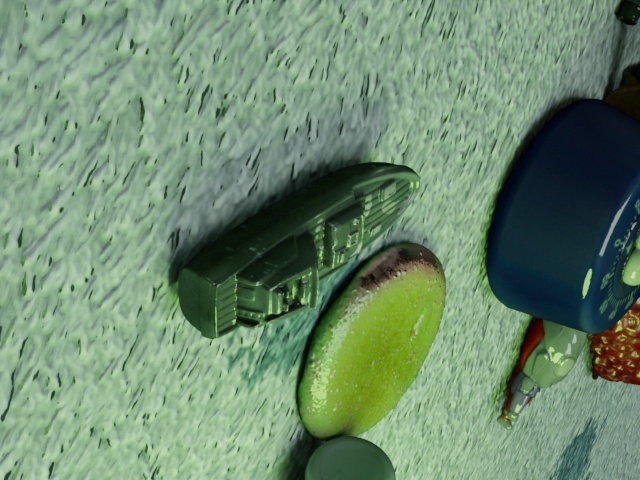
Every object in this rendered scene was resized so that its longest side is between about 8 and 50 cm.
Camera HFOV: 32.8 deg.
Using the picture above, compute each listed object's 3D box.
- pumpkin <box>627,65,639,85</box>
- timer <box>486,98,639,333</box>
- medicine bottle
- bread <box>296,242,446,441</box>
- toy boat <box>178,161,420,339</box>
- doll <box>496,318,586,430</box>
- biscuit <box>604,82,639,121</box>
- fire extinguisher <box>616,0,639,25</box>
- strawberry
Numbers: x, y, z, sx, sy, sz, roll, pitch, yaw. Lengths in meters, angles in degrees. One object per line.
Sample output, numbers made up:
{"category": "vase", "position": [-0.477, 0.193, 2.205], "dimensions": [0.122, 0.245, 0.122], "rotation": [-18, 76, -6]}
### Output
{"category": "pumpkin", "position": [0.470, -0.074, 1.434], "dimensions": [0.148, 0.169, 0.312], "rotation": [-31, 138, -37]}
{"category": "timer", "position": [0.411, 0.024, 1.216], "dimensions": [0.270, 0.384, 0.270], "rotation": [-35, 139, -38]}
{"category": "medicine bottle", "position": [0.022, 0.297, 1.127], "dimensions": [0.090, 0.090, 0.216], "rotation": [-38, 150, -35]}
{"category": "bread", "position": [0.060, 0.107, 1.098], "dimensions": [0.228, 0.033, 0.228], "rotation": [-35, 139, -37]}
{"category": "toy boat", "position": [0.000, 0.000, 0.873], "dimensions": [0.260, 0.085, 0.078], "rotation": [-32, 137, -41]}
{"category": "doll", "position": [0.303, 0.156, 1.466], "dimensions": [0.227, 0.075, 0.102], "rotation": [-61, 168, 20]}
{"category": "biscuit", "position": [0.456, -0.195, 1.237], "dimensions": [0.047, 0.183, 0.320], "rotation": [-33, 177, -38]}
{"category": "fire extinguisher", "position": [0.374, -0.291, 1.267], "dimensions": [0.083, 0.025, 0.038], "rotation": [-61, 173, -2]}
{"category": "strawberry", "position": [0.540, 0.111, 1.711], "dimensions": [0.253, 0.150, 0.280], "rotation": [-54, 150, -16]}
